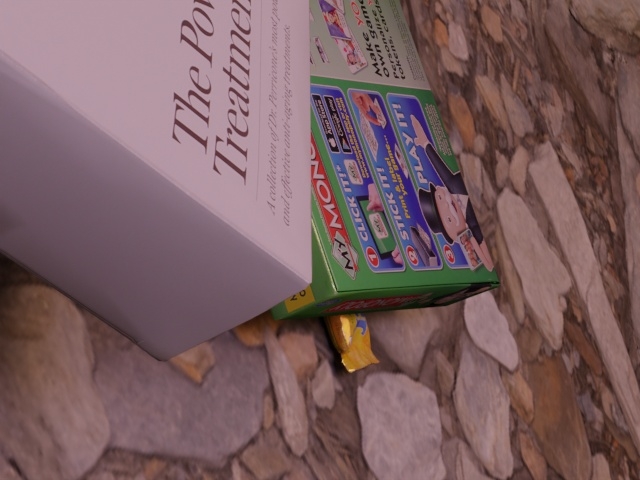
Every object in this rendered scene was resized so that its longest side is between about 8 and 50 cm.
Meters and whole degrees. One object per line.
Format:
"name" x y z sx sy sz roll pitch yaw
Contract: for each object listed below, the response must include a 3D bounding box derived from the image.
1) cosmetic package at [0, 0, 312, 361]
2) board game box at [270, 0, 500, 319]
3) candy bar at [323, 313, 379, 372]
"cosmetic package" -0.126 -0.175 0.862 0.284 0.097 0.377 35 39 -36
"board game box" -0.008 -0.112 1.156 0.213 0.046 0.317 -1 70 -60
"candy bar" 0.000 0.000 1.169 0.040 0.018 0.161 -19 92 -61
